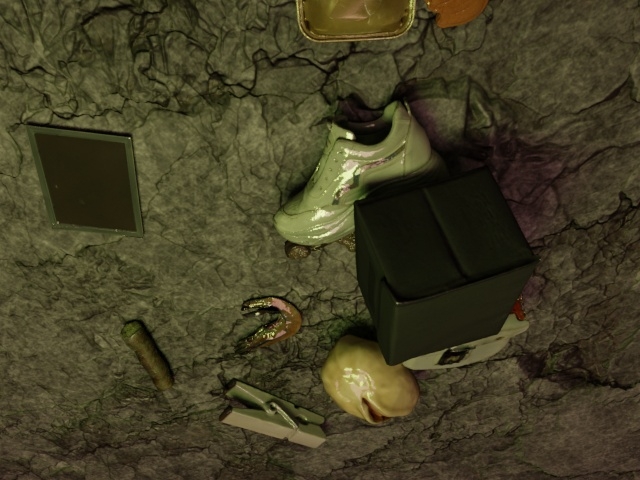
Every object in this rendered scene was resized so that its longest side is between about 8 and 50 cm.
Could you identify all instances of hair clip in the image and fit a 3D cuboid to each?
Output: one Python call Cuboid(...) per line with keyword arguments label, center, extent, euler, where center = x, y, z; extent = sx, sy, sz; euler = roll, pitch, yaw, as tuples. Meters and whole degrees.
Cuboid(label="hair clip", center=(-0.130, 0.506, 1.581), extent=(0.330, 0.101, 0.085), euler=(26, 122, -22))

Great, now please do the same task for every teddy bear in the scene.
Cuboid(label="teddy bear", center=(0.001, -0.009, 1.148), extent=(0.160, 0.078, 0.119), euler=(-11, 165, 2))

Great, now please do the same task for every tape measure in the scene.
Cuboid(label="tape measure", center=(0.310, 0.208, 1.258), extent=(0.258, 0.130, 0.265), euler=(-7, 147, -6))

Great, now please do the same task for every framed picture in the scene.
Cuboid(label="framed picture", center=(-0.462, -0.112, 1.100), extent=(0.196, 0.014, 0.252), euler=(6, 131, -4))

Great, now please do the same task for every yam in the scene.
Cuboid(label="yam", center=(-0.446, 0.310, 1.438), extent=(0.061, 0.061, 0.253), euler=(-7, 131, 7))

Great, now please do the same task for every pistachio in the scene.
Cuboid(label="pistachio", center=(0.131, 0.349, 1.371), extent=(0.193, 0.214, 0.318), euler=(-29, 142, 21))

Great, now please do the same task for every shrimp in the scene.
Cuboid(label="shrimp", center=(-0.154, 0.214, 1.358), extent=(0.219, 0.046, 0.152), euler=(-32, 124, 21))

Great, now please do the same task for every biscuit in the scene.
Cuboid(label="biscuit", center=(0.205, -0.379, 0.830), extent=(0.102, 0.019, 0.130), euler=(-21, 146, 19))

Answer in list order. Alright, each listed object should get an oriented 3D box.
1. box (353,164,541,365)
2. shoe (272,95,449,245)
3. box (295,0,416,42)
Cuboid(label="box", center=(0.212, 0.062, 1.022), extent=(0.251, 0.205, 0.345), euler=(-16, 151, -4))
Cuboid(label="shoe", center=(0.045, -0.132, 1.007), extent=(0.341, 0.132, 0.211), euler=(-22, 125, 13))
Cuboid(label="box", center=(0.053, -0.356, 0.823), extent=(0.177, 0.111, 0.111), euler=(-2, 131, 3))
